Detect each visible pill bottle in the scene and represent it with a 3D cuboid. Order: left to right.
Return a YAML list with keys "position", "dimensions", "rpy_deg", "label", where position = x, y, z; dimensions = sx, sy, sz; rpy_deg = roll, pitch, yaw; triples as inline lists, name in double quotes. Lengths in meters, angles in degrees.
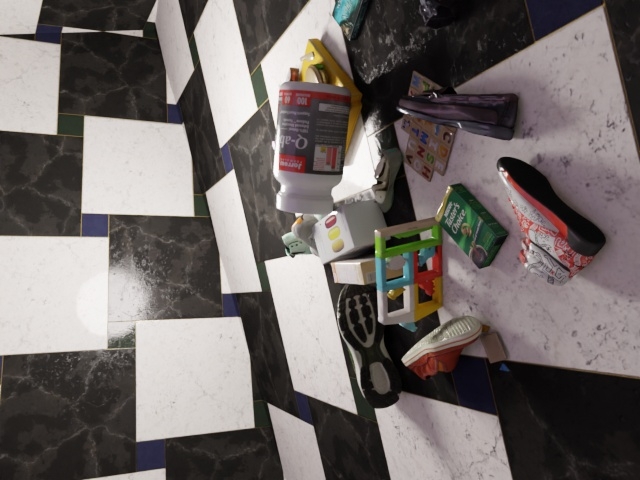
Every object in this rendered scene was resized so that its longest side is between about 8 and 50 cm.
- position: [-0.030, -0.268, 1.577]
  dimensions: [0.210, 0.210, 0.363]
  rpy_deg: [24, 112, 59]
  label: "pill bottle"

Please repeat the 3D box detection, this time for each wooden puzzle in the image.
- position: [0.417, 0.256, 1.296]
  dimensions: [0.078, 0.014, 0.116]
  rpy_deg: [144, 111, -67]
  label: "wooden puzzle"

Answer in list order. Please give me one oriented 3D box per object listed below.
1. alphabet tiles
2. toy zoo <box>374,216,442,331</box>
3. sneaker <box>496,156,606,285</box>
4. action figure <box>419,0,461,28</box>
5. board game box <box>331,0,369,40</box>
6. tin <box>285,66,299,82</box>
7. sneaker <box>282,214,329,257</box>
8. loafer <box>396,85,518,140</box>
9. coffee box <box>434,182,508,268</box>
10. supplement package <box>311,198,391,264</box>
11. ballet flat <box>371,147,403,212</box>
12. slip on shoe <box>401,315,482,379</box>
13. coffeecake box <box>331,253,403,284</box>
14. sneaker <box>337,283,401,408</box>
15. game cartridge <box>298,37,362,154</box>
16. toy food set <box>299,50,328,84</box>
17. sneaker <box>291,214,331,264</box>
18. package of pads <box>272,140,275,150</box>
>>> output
- position: [0.268, -0.278, 1.359]
  dimensions: [0.198, 0.009, 0.237]
  rpy_deg: [51, 143, 43]
  label: "alphabet tiles"
- position: [0.232, 0.098, 1.392]
  dimensions: [0.030, 0.192, 0.293]
  rpy_deg: [26, 125, 59]
  label: "toy zoo"
- position: [0.418, -0.036, 1.069]
  dimensions: [0.270, 0.090, 0.145]
  rpy_deg: [56, 145, 33]
  label: "sneaker"
- position: [0.224, -0.618, 1.194]
  dimensions: [0.185, 0.099, 0.285]
  rpy_deg: [121, 134, -62]
  label: "action figure"
- position: [0.091, -0.680, 1.514]
  dimensions: [0.126, 0.026, 0.186]
  rpy_deg: [63, 151, 28]
  label: "board game box"
- position: [-0.107, -0.538, 1.907]
  dimensions: [0.189, 0.040, 0.106]
  rpy_deg: [138, 135, -74]
  label: "tin"
- position: [-0.058, -0.034, 1.972]
  dimensions: [0.094, 0.151, 0.256]
  rpy_deg: [58, 147, 38]
  label: "sneaker"
- position: [0.300, -0.296, 1.187]
  dimensions: [0.302, 0.109, 0.095]
  rpy_deg: [29, 111, 44]
  label: "loafer"
- position: [0.349, -0.035, 1.265]
  dimensions: [0.184, 0.040, 0.113]
  rpy_deg: [58, 148, 35]
  label: "coffee box"
- position: [0.090, -0.025, 1.692]
  dimensions: [0.244, 0.133, 0.139]
  rpy_deg: [-34, 71, 63]
  label: "supplement package"
- position: [0.176, -0.167, 1.527]
  dimensions: [0.072, 0.068, 0.213]
  rpy_deg: [54, 146, 40]
  label: "ballet flat"
- position: [0.326, 0.284, 1.400]
  dimensions: [0.101, 0.123, 0.331]
  rpy_deg: [47, 147, 9]
  label: "slip on shoe"
- position: [0.140, 0.085, 1.631]
  dimensions: [0.185, 0.142, 0.068]
  rpy_deg: [-5, 97, 65]
  label: "coffeecake box"
- position: [0.141, 0.338, 1.772]
  dimensions: [0.182, 0.158, 0.410]
  rpy_deg: [117, 142, -78]
  label: "sneaker"
- position: [0.018, -0.444, 1.754]
  dimensions: [0.324, 0.052, 0.285]
  rpy_deg: [58, 149, 30]
  label: "game cartridge"
- position: [-0.008, -0.492, 1.694]
  dimensions: [0.132, 0.038, 0.192]
  rpy_deg: [26, 132, 65]
  label: "toy food set"
- position: [0.000, 0.000, 1.859]
  dimensions: [0.121, 0.099, 0.262]
  rpy_deg: [39, 176, 36]
  label: "sneaker"
- position: [-0.155, -0.359, 2.136]
  dimensions: [0.083, 0.050, 0.032]
  rpy_deg: [65, 152, 26]
  label: "package of pads"
